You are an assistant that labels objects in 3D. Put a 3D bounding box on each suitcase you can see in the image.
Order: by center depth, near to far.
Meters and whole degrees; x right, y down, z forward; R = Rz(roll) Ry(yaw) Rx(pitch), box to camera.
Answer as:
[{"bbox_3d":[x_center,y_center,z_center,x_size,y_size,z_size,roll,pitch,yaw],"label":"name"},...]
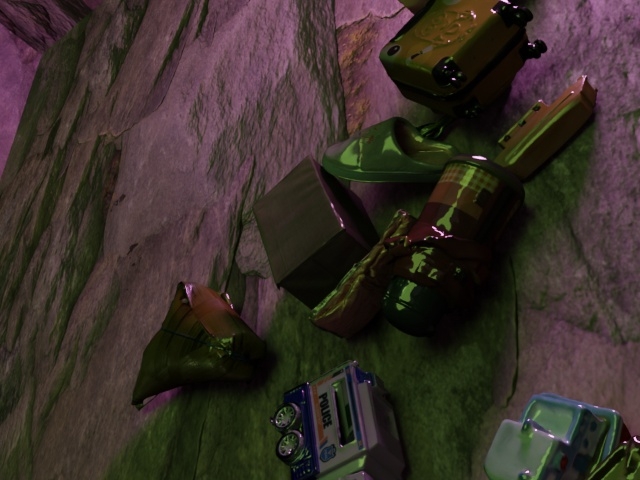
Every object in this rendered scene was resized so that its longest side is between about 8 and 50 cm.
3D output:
[{"bbox_3d":[0.233,-0.306,1.485,0.194,0.143,0.235,-45,37,-8],"label":"suitcase"}]

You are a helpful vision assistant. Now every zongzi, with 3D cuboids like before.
[{"bbox_3d":[-0.234,0.242,1.593,0.289,0.123,0.260,-59,37,6],"label":"zongzi"}]

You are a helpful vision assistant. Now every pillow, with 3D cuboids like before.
[{"bbox_3d":[0.086,0.058,1.385,0.232,0.126,0.043,-50,58,4],"label":"pillow"}]

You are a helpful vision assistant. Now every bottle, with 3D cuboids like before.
[{"bbox_3d":[0.179,0.010,1.291,0.156,0.143,0.271,29,75,13],"label":"bottle"}]

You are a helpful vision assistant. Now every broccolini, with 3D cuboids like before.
[{"bbox_3d":[0.229,-0.210,1.546,0.239,0.051,0.054,-32,35,14],"label":"broccolini"}]

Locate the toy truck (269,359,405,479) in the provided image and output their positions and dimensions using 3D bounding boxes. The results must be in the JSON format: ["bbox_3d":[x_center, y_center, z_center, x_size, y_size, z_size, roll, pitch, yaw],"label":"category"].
[{"bbox_3d":[0.035,0.310,1.211,0.155,0.124,0.268,-32,37,17],"label":"toy truck"}]

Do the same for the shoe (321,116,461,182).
[{"bbox_3d":[0.117,-0.156,1.498,0.251,0.100,0.103,6,29,22],"label":"shoe"}]

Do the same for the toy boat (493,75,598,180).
[{"bbox_3d":[0.341,-0.170,1.363,0.200,0.057,0.077,-44,29,10],"label":"toy boat"}]

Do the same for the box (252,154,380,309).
[{"bbox_3d":[0.000,0.000,1.509,0.155,0.149,0.231,-42,35,14],"label":"box"}]

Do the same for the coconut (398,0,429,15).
[{"bbox_3d":[0.244,-0.515,1.630,0.259,0.259,0.259,-29,40,28],"label":"coconut"}]

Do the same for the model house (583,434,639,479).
[{"bbox_3d":[0.345,0.258,0.839,0.205,0.218,0.278,-7,50,44],"label":"model house"}]

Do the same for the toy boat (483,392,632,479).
[{"bbox_3d":[0.219,0.322,0.983,0.145,0.133,0.331,9,66,51],"label":"toy boat"}]
